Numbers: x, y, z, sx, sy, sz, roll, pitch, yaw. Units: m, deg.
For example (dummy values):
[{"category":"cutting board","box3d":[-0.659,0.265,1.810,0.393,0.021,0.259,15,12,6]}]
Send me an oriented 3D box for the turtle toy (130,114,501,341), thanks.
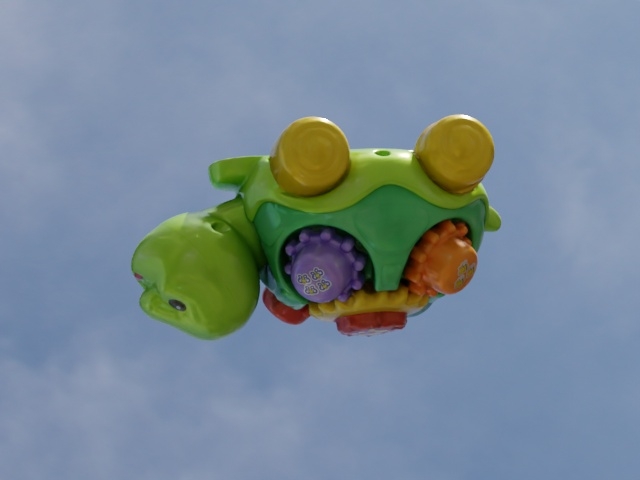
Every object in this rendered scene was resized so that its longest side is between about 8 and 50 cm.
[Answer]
[{"category":"turtle toy","box3d":[0.000,0.000,0.609,0.130,0.095,0.066,-3,-101,-13]}]
